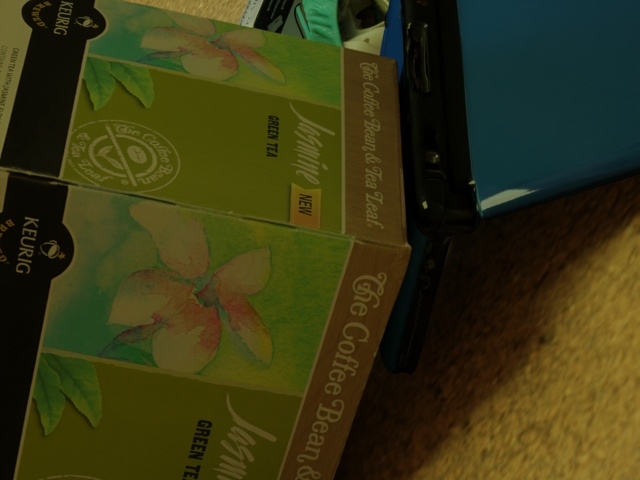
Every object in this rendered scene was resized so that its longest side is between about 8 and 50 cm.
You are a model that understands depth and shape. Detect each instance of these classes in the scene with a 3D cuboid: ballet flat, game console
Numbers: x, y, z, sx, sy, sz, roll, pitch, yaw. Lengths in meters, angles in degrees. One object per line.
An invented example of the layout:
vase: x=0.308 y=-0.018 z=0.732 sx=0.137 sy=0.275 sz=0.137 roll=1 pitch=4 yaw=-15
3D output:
ballet flat: x=0.031 y=-0.163 z=1.530 sx=0.087 sy=0.083 sz=0.247 roll=-34 pitch=31 yaw=16
game console: x=0.136 y=-0.085 z=1.212 sx=0.250 sy=0.173 sz=0.293 roll=100 pitch=173 yaw=-47

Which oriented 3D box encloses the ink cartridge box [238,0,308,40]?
ink cartridge box: x=0.000 y=-0.257 z=1.685 sx=0.046 sy=0.097 sz=0.207 roll=-20 pitch=44 yaw=59

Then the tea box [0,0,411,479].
tea box: x=-0.135 y=0.035 z=1.190 sx=0.220 sy=0.324 sz=0.329 roll=-91 pitch=14 yaw=-52
